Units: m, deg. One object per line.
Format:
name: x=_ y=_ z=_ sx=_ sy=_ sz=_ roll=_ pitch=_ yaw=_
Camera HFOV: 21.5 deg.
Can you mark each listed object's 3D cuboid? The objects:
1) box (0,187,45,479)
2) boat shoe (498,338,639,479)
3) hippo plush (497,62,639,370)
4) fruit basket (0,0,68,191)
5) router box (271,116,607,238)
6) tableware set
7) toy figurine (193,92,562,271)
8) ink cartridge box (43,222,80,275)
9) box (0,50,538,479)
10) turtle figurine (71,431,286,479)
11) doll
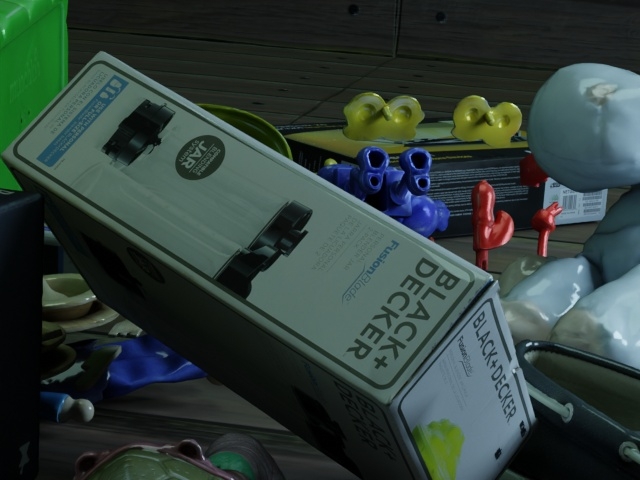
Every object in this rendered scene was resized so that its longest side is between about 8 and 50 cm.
box: x=-0.334 y=0.061 z=0.851 sx=0.294 sy=0.182 sz=0.296 roll=9 pitch=14 yaw=16
boat shoe: x=0.216 y=0.128 z=0.909 sx=0.303 sy=0.091 sz=0.114 roll=13 pitch=16 yaw=37
hippo plush: x=0.258 y=-0.013 z=1.216 sx=0.294 sy=0.236 sz=0.234 roll=2 pitch=13 yaw=-6
fruit basket: x=-0.385 y=-0.080 z=1.208 sx=0.392 sy=0.282 sz=0.392 roll=2 pitch=17 yaw=-1
router box: x=0.112 y=-0.071 z=1.780 sx=0.309 sy=0.081 sz=0.243 roll=-6 pitch=16 yaw=-37
tableware set: x=-0.183 y=0.048 z=1.063 sx=0.128 sy=0.039 sz=0.194 roll=-1 pitch=13 yaw=7
toy figurine: x=0.000 y=0.000 z=1.430 sx=0.363 sy=0.191 sz=0.217 roll=-1 pitch=-15 yaw=-21
ink cartridge box: x=-0.163 y=-0.003 z=1.482 sx=0.206 sy=0.045 sz=0.208 roll=7 pitch=14 yaw=14
box: x=-0.028 y=0.028 z=0.936 sx=0.290 sy=0.169 sz=0.087 roll=31 pitch=70 yaw=29
turtle figurine: x=-0.070 y=0.143 z=0.732 sx=0.175 sy=0.118 sz=0.234 roll=3 pitch=7 yaw=-1
doll: x=-0.163 y=0.085 z=1.092 sx=0.189 sy=0.046 sz=0.129 roll=-9 pitch=18 yaw=-26
